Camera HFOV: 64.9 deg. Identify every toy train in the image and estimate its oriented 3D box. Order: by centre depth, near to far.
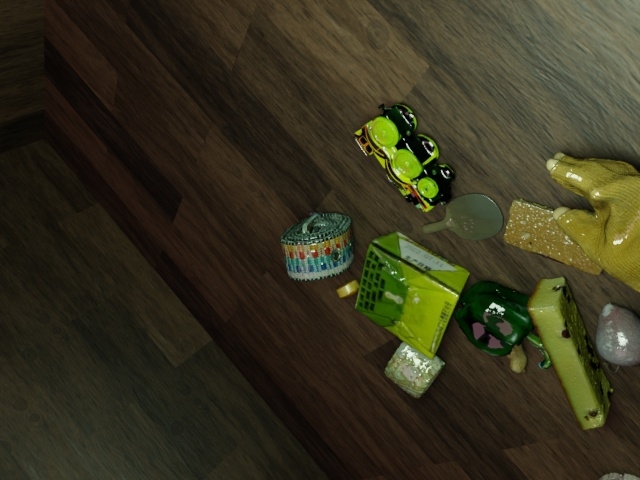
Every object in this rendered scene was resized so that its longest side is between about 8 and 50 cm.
[{"bbox_3d":[0.219,-0.206,1.288,0.296,0.100,0.160,55,149,-3],"label":"toy train"}]

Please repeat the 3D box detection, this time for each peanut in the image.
[{"bbox_3d":[0.543,0.322,1.400,0.054,0.054,0.113,-4,115,47],"label":"peanut"}]

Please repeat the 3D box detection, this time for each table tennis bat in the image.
[{"bbox_3d":[0.366,-0.053,1.320,0.234,0.022,0.131,-15,108,47],"label":"table tennis bat"}]

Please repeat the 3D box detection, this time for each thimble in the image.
[{"bbox_3d":[0.308,0.406,1.632,0.143,0.137,0.190,37,124,22],"label":"thimble"}]

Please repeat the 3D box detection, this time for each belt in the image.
[{"bbox_3d":[0.000,0.000,1.539,0.207,0.295,0.160,-2,111,27],"label":"belt"}]

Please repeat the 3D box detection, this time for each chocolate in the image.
[{"bbox_3d":[0.267,0.152,1.479,0.289,0.137,0.300,32,138,25],"label":"chocolate"}]

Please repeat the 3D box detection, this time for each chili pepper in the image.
[{"bbox_3d":[0.482,0.217,1.285,0.261,0.165,0.173,30,129,6],"label":"chili pepper"}]

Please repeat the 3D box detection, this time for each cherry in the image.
[{"bbox_3d":[0.683,0.220,1.163,0.115,0.188,0.148,-37,78,13],"label":"cherry"}]

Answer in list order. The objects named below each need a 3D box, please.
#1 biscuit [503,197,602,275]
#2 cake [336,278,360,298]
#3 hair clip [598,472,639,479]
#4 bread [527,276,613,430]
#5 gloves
[{"bbox_3d":[0.545,-0.011,1.163,0.231,0.025,0.131,26,133,30],"label":"biscuit"},{"bbox_3d":[0.096,0.165,1.702,0.084,0.084,0.044,-29,88,51],"label":"cake"},{"bbox_3d":[0.885,0.697,1.321,0.173,0.069,0.300,60,151,-6],"label":"hair clip"},{"bbox_3d":[0.612,0.274,1.222,0.077,0.138,0.361,-17,106,42],"label":"bread"},{"bbox_3d":[0.580,-0.046,0.973,0.356,0.155,0.203,52,159,24],"label":"gloves"}]
